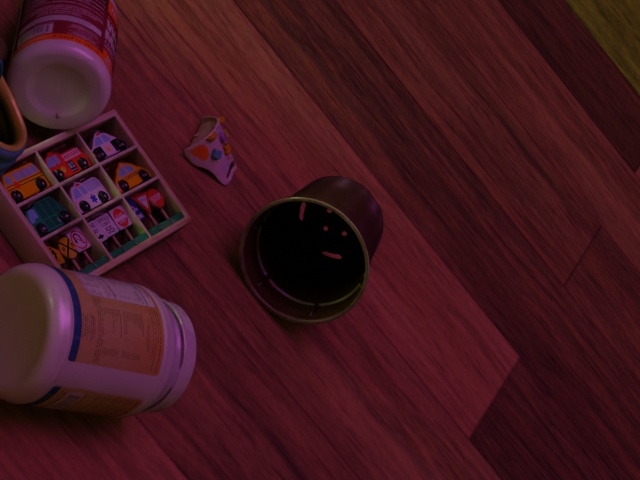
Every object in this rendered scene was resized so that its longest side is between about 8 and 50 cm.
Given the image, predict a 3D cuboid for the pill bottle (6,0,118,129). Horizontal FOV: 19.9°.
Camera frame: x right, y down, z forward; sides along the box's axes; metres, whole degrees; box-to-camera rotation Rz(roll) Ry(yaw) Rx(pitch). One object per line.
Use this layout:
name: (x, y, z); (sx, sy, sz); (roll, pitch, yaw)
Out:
pill bottle: (-0.301, -0.239, 2.154); (0.121, 0.121, 0.221); (36, 30, -26)

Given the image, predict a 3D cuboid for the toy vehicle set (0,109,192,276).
toy vehicle set: (-0.270, -0.043, 2.097); (0.166, 0.035, 0.267); (54, 32, 0)

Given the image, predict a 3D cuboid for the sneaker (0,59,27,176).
sneaker: (-0.436, -0.150, 1.821); (0.319, 0.208, 0.127); (31, 38, -28)

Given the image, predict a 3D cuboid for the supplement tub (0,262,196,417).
supplement tub: (-0.242, 0.108, 1.890); (0.200, 0.144, 0.144); (15, 49, -46)

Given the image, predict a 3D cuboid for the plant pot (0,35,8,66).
plant pot: (-0.391, -0.208, 2.066); (0.083, 0.083, 0.079); (51, 21, -5)

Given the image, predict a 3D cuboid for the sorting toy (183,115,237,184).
sorting toy: (-0.132, -0.113, 2.349); (0.075, 0.045, 0.083); (61, 27, -26)

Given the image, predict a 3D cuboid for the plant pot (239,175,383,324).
plant pot: (0.000, 0.000, 2.307); (0.167, 0.167, 0.165); (51, 24, -5)
